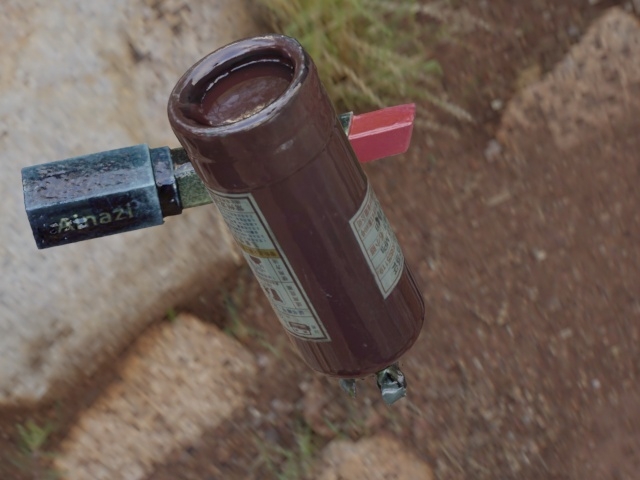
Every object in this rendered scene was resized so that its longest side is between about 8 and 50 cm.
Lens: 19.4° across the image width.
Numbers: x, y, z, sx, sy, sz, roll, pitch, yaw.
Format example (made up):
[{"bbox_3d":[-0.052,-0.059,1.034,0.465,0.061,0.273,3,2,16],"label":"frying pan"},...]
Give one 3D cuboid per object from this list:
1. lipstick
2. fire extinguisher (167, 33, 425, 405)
[{"bbox_3d":[-0.073,-0.054,1.456,0.312,0.051,0.051,-11,45,-3],"label":"lipstick"},{"bbox_3d":[0.000,0.000,0.915,0.071,0.231,0.099,-26,40,2],"label":"fire extinguisher"}]
